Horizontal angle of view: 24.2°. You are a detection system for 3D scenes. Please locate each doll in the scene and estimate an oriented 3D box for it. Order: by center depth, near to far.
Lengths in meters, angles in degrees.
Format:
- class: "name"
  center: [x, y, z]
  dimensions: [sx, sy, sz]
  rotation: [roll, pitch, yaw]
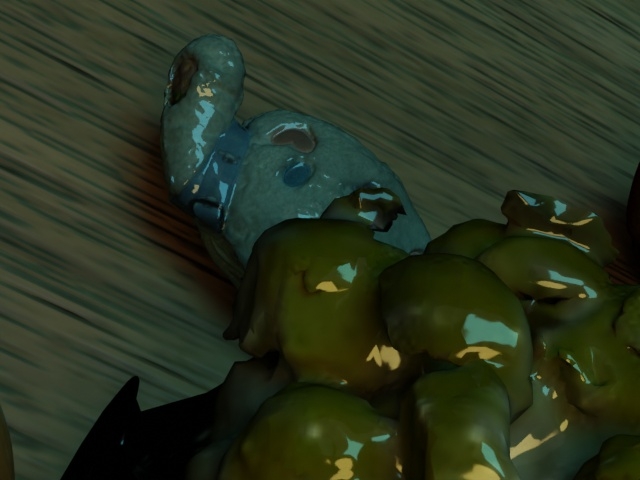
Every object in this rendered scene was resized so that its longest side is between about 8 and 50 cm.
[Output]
- class: "doll"
  center: [0.000, 0.000, 0.679]
  dimensions: [0.214, 0.071, 0.103]
  rotation: [49, 49, -4]

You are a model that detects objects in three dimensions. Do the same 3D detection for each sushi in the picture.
- class: "sushi"
  center: [0.070, 0.169, 0.430]
  dimensions: [0.328, 0.285, 0.329]
  rotation: [35, 43, -9]

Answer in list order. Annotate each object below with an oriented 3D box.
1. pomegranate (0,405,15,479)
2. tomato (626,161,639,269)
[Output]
- class: "pomegranate"
  center: [-0.179, 0.095, 0.371]
  dimensions: [0.209, 0.209, 0.209]
  rotation: [21, 46, -23]
- class: "tomato"
  center: [0.259, -0.004, 0.819]
  dimensions: [0.167, 0.167, 0.167]
  rotation: [21, 46, -23]
